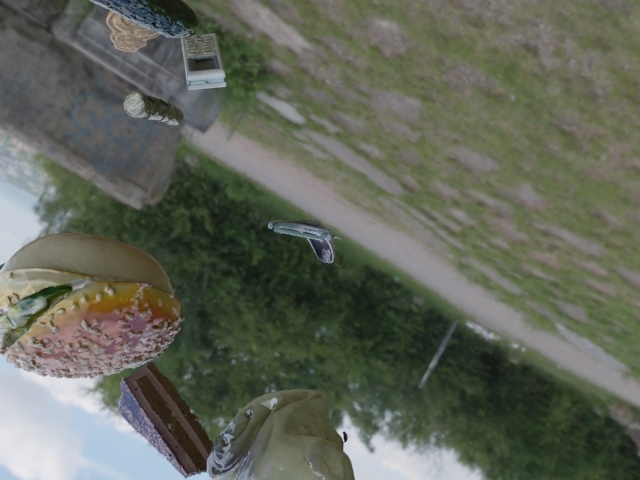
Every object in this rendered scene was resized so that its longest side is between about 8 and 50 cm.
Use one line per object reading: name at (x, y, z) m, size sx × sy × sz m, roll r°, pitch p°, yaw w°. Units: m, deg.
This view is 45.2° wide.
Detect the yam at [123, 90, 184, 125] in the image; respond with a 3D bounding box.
yam at (-0.385, -0.307, 1.809) m, size 0.061 × 0.061 × 0.274 m, roll 28°, pitch -172°, yaw 7°

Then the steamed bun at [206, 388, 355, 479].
steamed bun at (-0.111, 0.450, 1.551) m, size 0.237 × 0.346 × 0.394 m, roll 25°, pitch 157°, yaw -26°

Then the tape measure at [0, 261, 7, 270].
tape measure at (-0.536, 0.059, 1.223) m, size 0.330 × 0.084 × 0.164 m, roll 49°, pitch -154°, yaw -34°

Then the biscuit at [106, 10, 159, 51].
biscuit at (-0.468, -0.571, 1.968) m, size 0.144 × 0.040 × 0.236 m, roll 12°, pitch 140°, yaw -26°

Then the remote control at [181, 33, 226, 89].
remote control at (-0.324, -0.496, 2.112) m, size 0.103 × 0.055 × 0.277 m, roll -8°, pitch -143°, yaw -8°

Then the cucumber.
cucumber at (-0.273, -0.355, 1.116) m, size 0.074 × 0.074 × 0.241 m, roll 23°, pitch -177°, yaw 39°

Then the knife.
knife at (0.001, -0.002, 1.378) m, size 0.123 × 0.053 × 0.278 m, roll 16°, pitch 174°, yaw 13°

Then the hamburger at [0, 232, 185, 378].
hamburger at (-0.275, 0.086, 0.905) m, size 0.237 × 0.147 × 0.237 m, roll -1°, pitch 150°, yaw -1°

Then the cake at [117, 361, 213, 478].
cake at (-0.355, 0.427, 1.769) m, size 0.295 × 0.113 × 0.116 m, roll 44°, pitch -146°, yaw 24°
